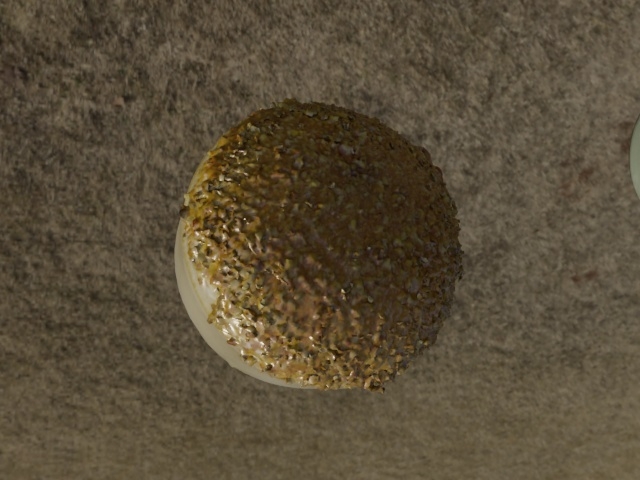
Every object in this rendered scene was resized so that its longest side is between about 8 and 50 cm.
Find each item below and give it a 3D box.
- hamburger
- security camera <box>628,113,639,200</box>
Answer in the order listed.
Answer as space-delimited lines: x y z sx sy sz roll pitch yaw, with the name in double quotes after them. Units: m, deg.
0.000 0.000 0.667 0.276 0.294 0.179 20 149 -17 "hamburger"
0.379 -0.061 0.592 0.197 0.277 0.191 46 111 1 "security camera"
